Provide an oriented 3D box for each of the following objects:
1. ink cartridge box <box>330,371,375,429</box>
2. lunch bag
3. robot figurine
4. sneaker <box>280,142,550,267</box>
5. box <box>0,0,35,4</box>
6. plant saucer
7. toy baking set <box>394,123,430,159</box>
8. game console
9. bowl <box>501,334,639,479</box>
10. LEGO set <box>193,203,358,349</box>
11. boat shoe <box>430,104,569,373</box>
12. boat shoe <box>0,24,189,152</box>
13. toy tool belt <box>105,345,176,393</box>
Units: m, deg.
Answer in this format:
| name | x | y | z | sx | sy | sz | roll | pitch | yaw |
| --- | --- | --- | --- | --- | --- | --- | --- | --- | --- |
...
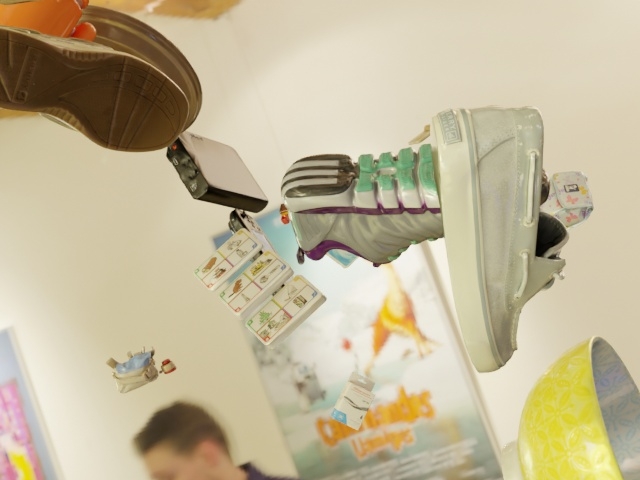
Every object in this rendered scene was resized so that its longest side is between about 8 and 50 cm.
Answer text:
| name | x | y | z | sx | sy | sz | roll | pitch | yaw |
| --- | --- | --- | --- | --- | --- | --- | --- | --- | --- |
| ink cartridge box | 0.057 | 0.265 | 1.733 | 0.083 | 0.048 | 0.028 | -64 | 12 | -5 |
| lunch bag | 0.332 | -0.054 | 1.444 | 0.083 | 0.071 | 0.053 | -27 | -45 | 27 |
| robot figurine | -0.369 | -0.288 | 1.308 | 0.219 | 0.158 | 0.128 | -61 | -4 | -11 |
| sneaker | 0.081 | -0.024 | 0.893 | 0.224 | 0.098 | 0.083 | 0 | 37 | 10 |
| box | -0.202 | -0.301 | 0.986 | 0.201 | 0.164 | 0.021 | -8 | -29 | 0 |
| plant saucer | -0.310 | -0.228 | 1.530 | 0.278 | 0.041 | 0.278 | 10 | -34 | 7 |
| toy baking set | 0.145 | -0.117 | 1.610 | 0.197 | 0.030 | 0.256 | -41 | 11 | 17 |
| game console | -0.117 | -0.028 | 1.728 | 0.044 | 0.361 | 0.213 | -39 | -18 | 17 |
| bowl | 0.310 | 0.273 | 1.243 | 0.156 | 0.289 | 0.289 | -25 | -7 | 23 |
| LEGO set | 0.000 | 0.000 | 1.116 | 0.244 | 0.060 | 0.182 | -43 | 38 | -8 |
| boat shoe | 0.123 | 0.006 | 0.685 | 0.081 | 0.079 | 0.227 | -9 | -45 | 7 |
| boat shoe | -0.265 | -0.171 | 1.102 | 0.285 | 0.089 | 0.104 | 18 | -77 | -45 |
| toy tool belt | -0.240 | 0.166 | 1.399 | 0.083 | 0.051 | 0.052 | -23 | 9 | -7 |
